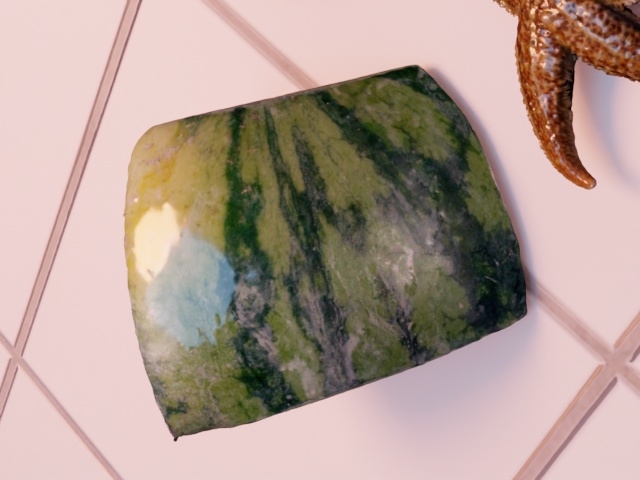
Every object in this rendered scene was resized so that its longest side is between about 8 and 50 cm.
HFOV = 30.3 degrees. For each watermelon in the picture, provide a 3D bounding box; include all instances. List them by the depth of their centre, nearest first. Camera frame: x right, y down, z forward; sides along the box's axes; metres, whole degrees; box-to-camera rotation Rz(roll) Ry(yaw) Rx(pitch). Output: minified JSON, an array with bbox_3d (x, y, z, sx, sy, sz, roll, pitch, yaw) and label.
[{"bbox_3d":[0.000,0.000,0.848,0.262,0.201,0.212,-13,96,2],"label":"watermelon"}]

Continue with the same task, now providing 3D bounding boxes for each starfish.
[{"bbox_3d":[0.147,-0.147,0.703,0.238,0.057,0.213,29,114,32],"label":"starfish"}]
